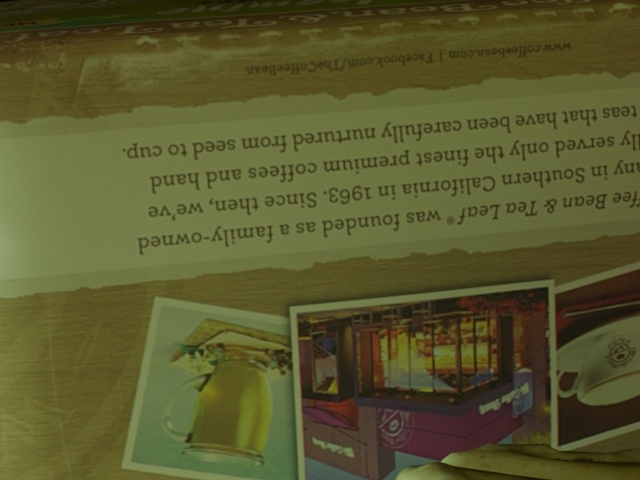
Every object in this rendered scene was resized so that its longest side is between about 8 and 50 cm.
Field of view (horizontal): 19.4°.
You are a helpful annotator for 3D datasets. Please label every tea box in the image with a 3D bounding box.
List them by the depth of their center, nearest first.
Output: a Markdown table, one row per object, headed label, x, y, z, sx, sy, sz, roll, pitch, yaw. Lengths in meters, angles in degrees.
| label | x | y | z | sx | sy | sz | roll | pitch | yaw |
| --- | --- | --- | --- | --- | --- | --- | --- | --- | --- |
| tea box | 0.000 | 0.000 | 0.804 | 0.323 | 0.329 | 0.220 | -142 | 48 | -72 |

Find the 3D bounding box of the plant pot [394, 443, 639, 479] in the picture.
| label | x | y | z | sx | sy | sz | roll | pitch | yaw |
| --- | --- | --- | --- | --- | --- | --- | --- | --- | --- |
| plant pot | 0.113 | 0.220 | 0.509 | 0.334 | 0.333 | 0.306 | -177 | 92 | -78 |
